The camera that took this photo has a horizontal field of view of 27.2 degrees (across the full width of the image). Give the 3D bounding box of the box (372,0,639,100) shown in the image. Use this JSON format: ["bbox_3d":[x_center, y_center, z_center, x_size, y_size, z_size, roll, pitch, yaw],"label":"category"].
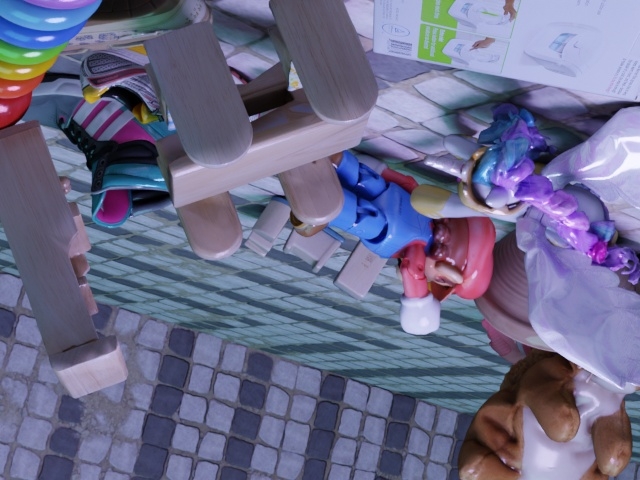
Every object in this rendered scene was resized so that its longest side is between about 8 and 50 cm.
[{"bbox_3d":[0.162,-0.220,1.004,0.231,0.126,0.262,11,166,5],"label":"box"}]

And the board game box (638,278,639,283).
[{"bbox_3d":[0.457,0.073,1.976,0.186,0.026,0.126,-5,172,-14],"label":"board game box"}]

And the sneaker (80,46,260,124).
[{"bbox_3d":[-0.181,-0.173,1.584,0.225,0.092,0.088,15,165,-17],"label":"sneaker"}]

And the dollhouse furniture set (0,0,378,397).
[{"bbox_3d":[-0.125,-0.032,1.393,0.394,0.256,0.362,-20,168,-10],"label":"dollhouse furniture set"}]

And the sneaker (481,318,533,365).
[{"bbox_3d":[0.399,0.196,2.579,0.136,0.116,0.314,17,163,27],"label":"sneaker"}]

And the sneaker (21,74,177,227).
[{"bbox_3d":[-0.292,-0.111,1.755,0.296,0.178,0.124,8,166,20],"label":"sneaker"}]

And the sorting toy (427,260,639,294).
[{"bbox_3d":[0.319,0.051,2.028,0.307,0.041,0.229,-1,172,-7],"label":"sorting toy"}]

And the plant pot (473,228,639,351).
[{"bbox_3d":[0.332,0.038,1.831,0.237,0.237,0.109,10,127,10],"label":"plant pot"}]

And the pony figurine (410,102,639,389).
[{"bbox_3d":[0.270,-0.026,1.491,0.351,0.302,0.363,22,-179,-1],"label":"pony figurine"}]

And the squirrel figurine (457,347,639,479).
[{"bbox_3d":[0.439,0.234,2.260,0.281,0.370,0.397,24,-159,-1],"label":"squirrel figurine"}]

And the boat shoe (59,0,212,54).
[{"bbox_3d":[-0.250,-0.234,1.374,0.285,0.104,0.089,5,162,28],"label":"boat shoe"}]

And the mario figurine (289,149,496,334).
[{"bbox_3d":[0.089,0.002,1.749,0.321,0.198,0.170,28,173,-29],"label":"mario figurine"}]

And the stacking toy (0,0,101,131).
[{"bbox_3d":[-0.280,-0.206,1.240,0.141,0.141,0.330,17,147,-17],"label":"stacking toy"}]

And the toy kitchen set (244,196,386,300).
[{"bbox_3d":[0.000,0.000,2.153,0.207,0.122,0.166,34,165,-2],"label":"toy kitchen set"}]
